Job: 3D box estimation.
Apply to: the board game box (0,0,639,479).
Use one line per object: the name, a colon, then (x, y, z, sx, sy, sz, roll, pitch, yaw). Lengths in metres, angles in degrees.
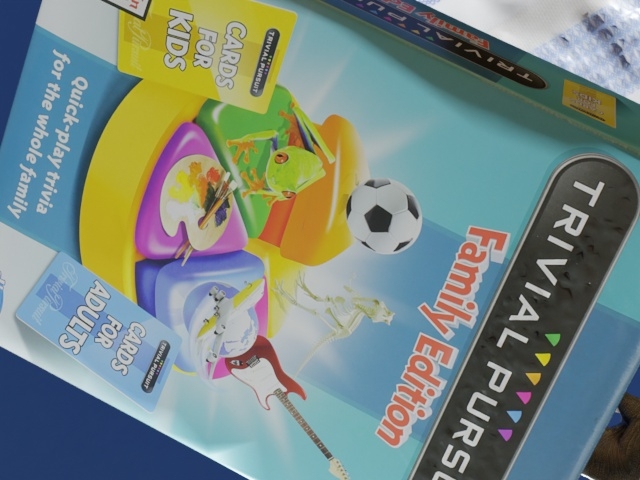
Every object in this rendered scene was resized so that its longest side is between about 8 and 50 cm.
board game box: (0.000, 0.000, 0.746, 0.336, 0.254, 0.079, 27, -154, 10)

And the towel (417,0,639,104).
towel: (0.183, -0.080, 0.827, 0.285, 0.209, 0.034, 54, -146, -11)

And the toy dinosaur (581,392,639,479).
toy dinosaur: (0.342, 0.219, 1.559, 0.313, 0.121, 0.160, 12, -138, -44)
